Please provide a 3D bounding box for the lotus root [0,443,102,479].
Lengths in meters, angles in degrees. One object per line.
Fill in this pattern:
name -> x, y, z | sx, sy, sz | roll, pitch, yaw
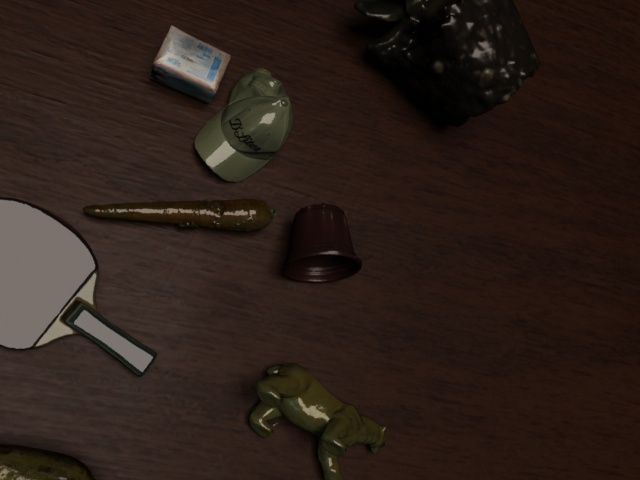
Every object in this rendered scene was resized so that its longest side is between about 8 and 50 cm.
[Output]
lotus root -> -0.330, 0.278, 0.742 | 0.180, 0.089, 0.080 | 16, 30, -14

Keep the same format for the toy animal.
toy animal -> 0.002, 0.239, 0.894 | 0.219, 0.103, 0.101 | 37, 44, -6

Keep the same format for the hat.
hat -> -0.105, -0.167, 0.940 | 0.166, 0.081, 0.122 | -40, 92, -14

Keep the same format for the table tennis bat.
table tennis bat -> -0.333, 0.067, 0.822 | 0.301, 0.022, 0.173 | 37, 67, -10

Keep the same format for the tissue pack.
tissue pack -> -0.181, -0.244, 0.930 | 0.095, 0.059, 0.074 | 24, 73, -15

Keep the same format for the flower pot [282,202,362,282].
flower pot -> 0.000, 0.000, 0.933 | 0.111, 0.111, 0.089 | 6, 64, -21

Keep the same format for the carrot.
carrot -> -0.184, -0.036, 0.894 | 0.255, 0.049, 0.049 | 2, 78, -19

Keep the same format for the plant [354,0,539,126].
plant -> 0.197, -0.327, 1.028 | 0.199, 0.188, 0.276 | -44, 97, -24
